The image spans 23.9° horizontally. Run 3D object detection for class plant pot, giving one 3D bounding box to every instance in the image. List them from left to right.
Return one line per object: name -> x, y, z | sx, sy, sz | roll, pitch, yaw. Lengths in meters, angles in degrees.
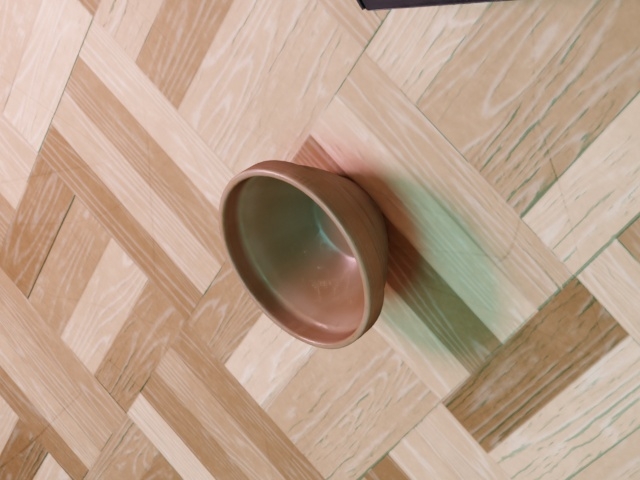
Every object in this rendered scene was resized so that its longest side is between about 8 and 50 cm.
plant pot -> 0.000, 0.000, 1.777 | 0.237, 0.109, 0.237 | 28, 136, 31

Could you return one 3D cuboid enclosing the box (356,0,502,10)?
box -> 0.090, -0.347, 1.371 | 0.295, 0.073, 0.293 | 7, 138, 46
